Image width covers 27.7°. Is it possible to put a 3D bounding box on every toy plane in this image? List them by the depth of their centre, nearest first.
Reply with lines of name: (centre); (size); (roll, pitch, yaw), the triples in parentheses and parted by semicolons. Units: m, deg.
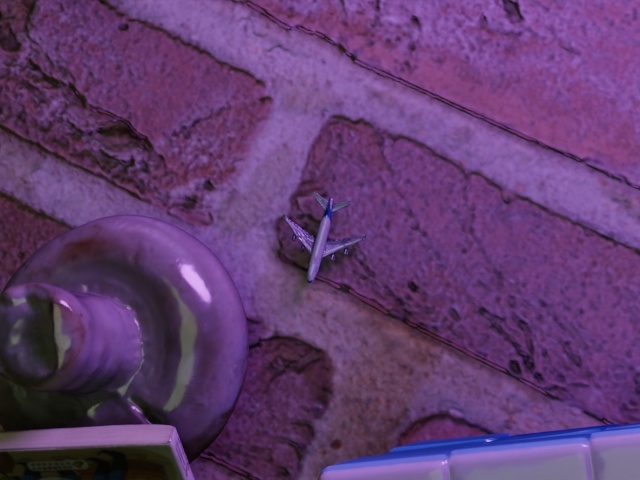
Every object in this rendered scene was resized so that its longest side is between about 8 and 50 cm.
toy plane: (0.001, -0.001, 1.168); (0.078, 0.024, 0.084); (14, 96, 7)

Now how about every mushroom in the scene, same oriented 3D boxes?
mushroom: (-0.188, 0.095, 1.100); (0.243, 0.243, 0.243); (-1, 87, 12)

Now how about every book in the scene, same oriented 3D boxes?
book: (-0.187, 0.257, 1.105); (0.202, 0.027, 0.264); (-5, 129, 10)

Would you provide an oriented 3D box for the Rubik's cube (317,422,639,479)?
Rubik's cube: (0.187, 0.288, 0.965); (0.290, 0.291, 0.291); (-10, 82, 18)
